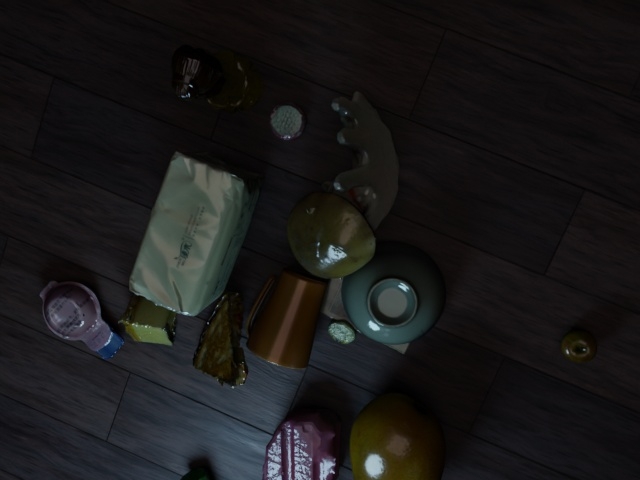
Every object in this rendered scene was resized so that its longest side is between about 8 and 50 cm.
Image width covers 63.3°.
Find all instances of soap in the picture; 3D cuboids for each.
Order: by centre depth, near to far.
[{"bbox_3d":[-0.055,0.637,1.496,0.220,0.127,0.325,3,97,6],"label":"soap"}]

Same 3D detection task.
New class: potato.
[{"bbox_3d":[0.000,0.000,1.326,0.116,0.299,0.239,-36,100,-34],"label":"potato"}]

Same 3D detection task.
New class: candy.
[{"bbox_3d":[-0.089,-0.326,1.418,0.103,0.043,0.103,1,96,9],"label":"candy"}]

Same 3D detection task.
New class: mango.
[{"bbox_3d":[0.203,0.600,1.420,0.263,0.221,0.379,10,109,1],"label":"mango"}]

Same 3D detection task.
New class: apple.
[{"bbox_3d":[0.689,0.281,1.385,0.089,0.074,0.090,1,98,9],"label":"apple"}]

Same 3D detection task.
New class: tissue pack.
[{"bbox_3d":[-0.313,-0.029,1.357,0.207,0.297,0.381,22,98,1],"label":"tissue pack"}]

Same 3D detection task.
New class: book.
[{"bbox_3d":[0.153,0.165,1.462,0.282,0.025,0.215,24,99,5],"label":"book"}]

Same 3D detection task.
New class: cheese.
[{"bbox_3d":[-0.717,0.237,1.553,0.286,0.074,0.189,42,101,-3],"label":"cheese"}]

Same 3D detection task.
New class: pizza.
[{"bbox_3d":[-0.253,0.269,1.435,0.073,0.287,0.252,17,84,-35],"label":"pizza"}]

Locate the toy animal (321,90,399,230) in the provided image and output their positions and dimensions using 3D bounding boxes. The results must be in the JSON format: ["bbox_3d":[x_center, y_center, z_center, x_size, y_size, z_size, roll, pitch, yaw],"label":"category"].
[{"bbox_3d":[0.080,-0.206,1.361,0.266,0.188,0.308,-45,103,-20],"label":"toy animal"}]

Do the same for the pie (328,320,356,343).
[{"bbox_3d":[0.059,0.260,1.475,0.085,0.017,0.085,10,123,15],"label":"pie"}]

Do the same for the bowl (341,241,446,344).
[{"bbox_3d":[0.192,0.152,1.370,0.288,0.146,0.290,1,95,7],"label":"bowl"}]

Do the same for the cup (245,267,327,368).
[{"bbox_3d":[-0.101,0.210,1.442,0.226,0.182,0.264,22,93,35],"label":"cup"}]

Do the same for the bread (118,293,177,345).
[{"bbox_3d":[-0.500,0.242,1.534,0.147,0.127,0.152,9,132,4],"label":"bread"}]

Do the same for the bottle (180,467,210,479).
[{"bbox_3d":[-0.335,0.864,1.576,0.093,0.093,0.331,-17,95,9],"label":"bottle"}]

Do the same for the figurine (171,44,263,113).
[{"bbox_3d":[-0.271,-0.418,1.290,0.187,0.315,0.168,44,100,-1],"label":"figurine"}]
